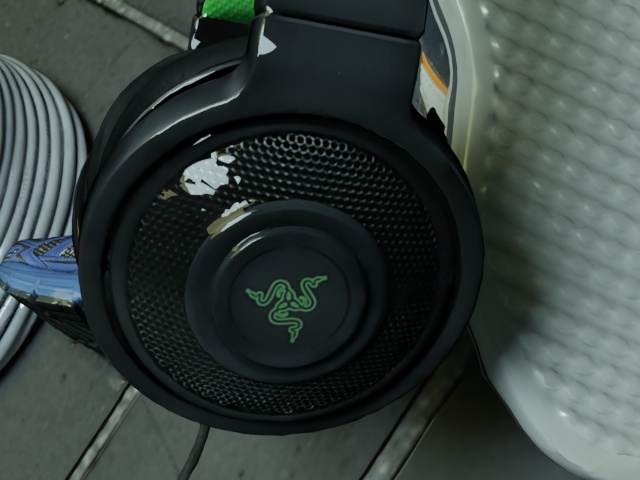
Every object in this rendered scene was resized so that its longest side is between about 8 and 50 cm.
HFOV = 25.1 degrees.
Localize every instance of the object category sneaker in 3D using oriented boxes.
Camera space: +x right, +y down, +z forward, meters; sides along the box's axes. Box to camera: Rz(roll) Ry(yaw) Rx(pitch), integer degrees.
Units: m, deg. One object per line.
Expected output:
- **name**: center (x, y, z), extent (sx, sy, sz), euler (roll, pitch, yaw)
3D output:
- **sneaker**: center (-0.071, 0.012, 0.736), extent (0.221, 0.083, 0.087), euler (-1, 59, 30)
- **sneaker**: center (0.094, -0.055, 0.606), extent (0.126, 0.127, 0.321), euler (-9, 77, -6)

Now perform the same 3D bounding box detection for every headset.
- **headset**: center (0.000, 0.000, 0.547), extent (0.243, 0.185, 0.394), euler (-156, 76, -79)

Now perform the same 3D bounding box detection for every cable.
- **cable**: center (-0.261, -0.009, 0.887), extent (0.257, 0.089, 0.257), euler (-53, 45, 4)
